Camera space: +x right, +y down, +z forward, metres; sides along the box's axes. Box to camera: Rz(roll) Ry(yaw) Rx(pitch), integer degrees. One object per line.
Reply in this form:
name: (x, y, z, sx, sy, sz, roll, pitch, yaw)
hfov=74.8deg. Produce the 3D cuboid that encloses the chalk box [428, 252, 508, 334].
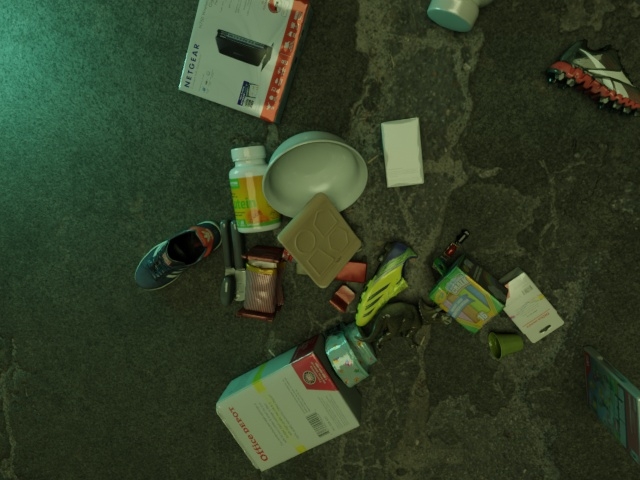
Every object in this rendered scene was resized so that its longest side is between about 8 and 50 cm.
chalk box: (0.403, 0.134, 1.197, 0.213, 0.132, 0.132, 41, 120, 11)

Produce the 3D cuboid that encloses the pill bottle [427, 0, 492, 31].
pill bottle: (0.389, -0.699, 1.044, 0.169, 0.169, 0.301, 23, 104, 2)

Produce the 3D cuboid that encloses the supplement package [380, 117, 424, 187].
supplement package: (0.231, -0.249, 1.193, 0.105, 0.105, 0.179, -6, 102, 9)

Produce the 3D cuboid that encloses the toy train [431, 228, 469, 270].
toy train: (0.393, 0.031, 1.264, 0.027, 0.036, 0.158, 38, 104, -1)

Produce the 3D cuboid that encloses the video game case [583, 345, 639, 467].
video game case: (0.816, 0.449, 1.165, 0.025, 0.285, 0.204, -9, 100, 10)

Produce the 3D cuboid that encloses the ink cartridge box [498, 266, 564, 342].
ink cartridge box: (0.612, 0.194, 1.253, 0.115, 0.067, 0.198, -39, 93, 14)

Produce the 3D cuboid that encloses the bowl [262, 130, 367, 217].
bowl: (-0.024, -0.204, 1.192, 0.298, 0.134, 0.297, -8, 143, -6)

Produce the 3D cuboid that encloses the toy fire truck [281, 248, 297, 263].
toy fire truck: (-0.019, 0.002, 1.241, 0.135, 0.192, 0.047, 25, 141, 2)

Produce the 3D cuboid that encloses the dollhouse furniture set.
dollhouse furniture set: (-0.053, 0.140, 1.287, 0.374, 0.152, 0.201, 6, 102, 6)

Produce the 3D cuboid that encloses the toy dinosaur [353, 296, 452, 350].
toy dinosaur: (0.233, 0.242, 1.267, 0.314, 0.121, 0.160, 3, 106, -19)

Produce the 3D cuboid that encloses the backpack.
backpack: (0.092, 0.349, 1.293, 0.144, 0.188, 0.165, -30, 95, 13)

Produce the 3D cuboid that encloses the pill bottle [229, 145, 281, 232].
pill bottle: (-0.198, -0.154, 1.254, 0.136, 0.136, 0.245, -6, 101, 9)

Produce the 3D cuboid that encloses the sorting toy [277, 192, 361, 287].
sorting toy: (0.000, 0.000, 1.186, 0.193, 0.038, 0.208, -49, 114, -20)

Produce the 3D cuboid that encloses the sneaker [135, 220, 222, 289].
sneaker: (-0.477, 0.056, 1.330, 0.350, 0.148, 0.131, -35, 95, 13)

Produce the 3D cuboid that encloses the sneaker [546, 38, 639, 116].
sneaker: (0.745, -0.425, 1.089, 0.276, 0.097, 0.135, 30, 106, 2)

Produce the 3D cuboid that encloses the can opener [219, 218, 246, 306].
can opener: (-0.278, 0.071, 1.335, 0.074, 0.093, 0.280, 2, 102, 12)

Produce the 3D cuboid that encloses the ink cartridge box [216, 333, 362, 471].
ink cartridge box: (-0.099, 0.527, 1.370, 0.385, 0.160, 0.279, -30, 96, 12)

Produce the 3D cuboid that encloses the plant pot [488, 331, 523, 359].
plant pot: (0.572, 0.317, 1.283, 0.079, 0.083, 0.083, -8, 101, -2)

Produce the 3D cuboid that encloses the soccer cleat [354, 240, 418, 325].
soccer cleat: (0.197, 0.142, 1.269, 0.121, 0.093, 0.289, 27, 95, 5)

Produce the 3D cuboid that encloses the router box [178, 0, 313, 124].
router box: (-0.215, -0.544, 1.203, 0.301, 0.082, 0.335, 19, 104, 3)
